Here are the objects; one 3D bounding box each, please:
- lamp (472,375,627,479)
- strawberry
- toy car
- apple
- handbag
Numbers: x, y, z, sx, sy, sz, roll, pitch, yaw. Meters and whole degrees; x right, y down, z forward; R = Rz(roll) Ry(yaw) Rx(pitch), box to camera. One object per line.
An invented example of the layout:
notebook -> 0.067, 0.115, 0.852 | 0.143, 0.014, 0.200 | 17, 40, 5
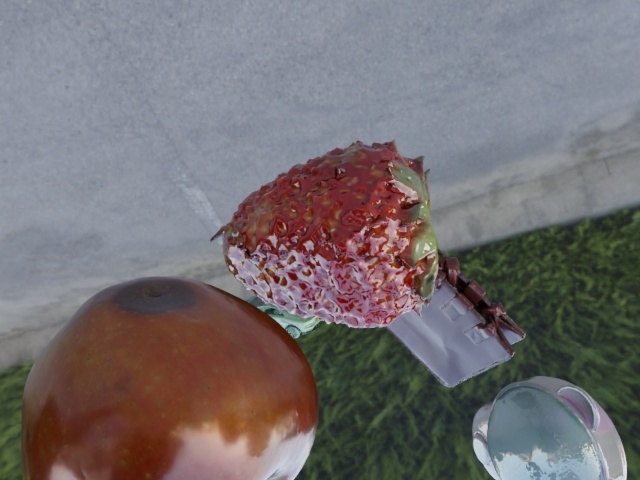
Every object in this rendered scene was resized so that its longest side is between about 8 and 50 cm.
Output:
lamp -> 0.276, 0.272, 0.732 | 0.107, 0.180, 0.246 | -6, 167, -22
strawberry -> -0.001, -0.001, 0.818 | 0.343, 0.292, 0.292 | -8, 160, 11
toy car -> -0.086, 0.137, 1.089 | 0.186, 0.058, 0.093 | 8, -153, 25
apple -> -0.124, 0.138, 0.445 | 0.229, 0.230, 0.230 | -7, 160, -2
handbag -> 0.235, 0.153, 1.106 | 0.084, 0.260, 0.275 | -38, 166, -28
